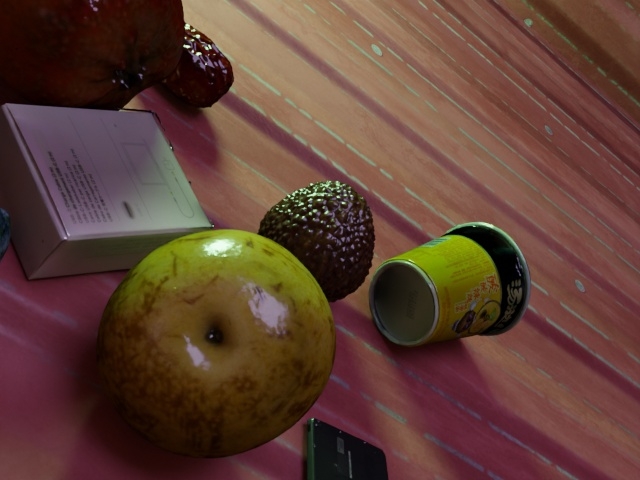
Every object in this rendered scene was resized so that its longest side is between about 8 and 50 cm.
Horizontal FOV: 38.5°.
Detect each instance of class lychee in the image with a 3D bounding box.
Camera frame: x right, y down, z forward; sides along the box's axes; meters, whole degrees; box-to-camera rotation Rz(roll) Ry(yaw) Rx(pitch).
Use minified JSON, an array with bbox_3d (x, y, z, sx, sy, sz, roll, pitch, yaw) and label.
[{"bbox_3d":[-0.004,0.003,1.402,0.194,0.194,0.194,31,37,-27],"label":"lychee"}]

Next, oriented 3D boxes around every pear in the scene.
[{"bbox_3d":[-0.118,0.118,1.070,0.281,0.281,0.280,31,37,-27],"label":"pear"}]

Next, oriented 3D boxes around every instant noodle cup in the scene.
[{"bbox_3d":[0.210,0.083,1.567,0.236,0.215,0.215,-10,65,-45],"label":"instant noodle cup"}]

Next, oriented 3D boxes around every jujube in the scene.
[{"bbox_3d":[-0.225,-0.299,1.511,0.176,0.109,0.112,43,-1,-5],"label":"jujube"}]

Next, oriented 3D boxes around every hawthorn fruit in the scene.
[{"bbox_3d":[-0.352,-0.332,1.259,0.330,0.287,0.287,48,32,13],"label":"hawthorn fruit"}]

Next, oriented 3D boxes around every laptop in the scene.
[{"bbox_3d":[0.042,0.351,1.236,0.154,0.026,0.207,30,37,-26],"label":"laptop"}]

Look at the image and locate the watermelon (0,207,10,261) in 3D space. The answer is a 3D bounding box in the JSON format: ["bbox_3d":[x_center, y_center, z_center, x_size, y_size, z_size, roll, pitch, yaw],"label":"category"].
[{"bbox_3d":[-0.393,-0.009,1.064,0.061,0.085,0.085,8,40,1],"label":"watermelon"}]

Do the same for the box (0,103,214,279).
[{"bbox_3d":[-0.290,-0.068,1.197,0.252,0.106,0.203,-5,62,-53],"label":"box"}]
